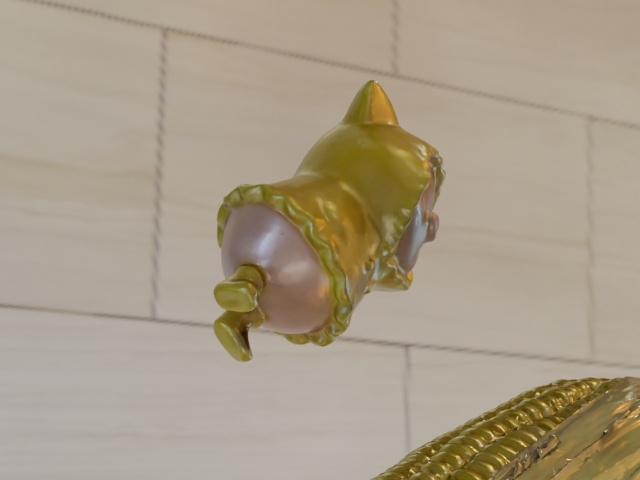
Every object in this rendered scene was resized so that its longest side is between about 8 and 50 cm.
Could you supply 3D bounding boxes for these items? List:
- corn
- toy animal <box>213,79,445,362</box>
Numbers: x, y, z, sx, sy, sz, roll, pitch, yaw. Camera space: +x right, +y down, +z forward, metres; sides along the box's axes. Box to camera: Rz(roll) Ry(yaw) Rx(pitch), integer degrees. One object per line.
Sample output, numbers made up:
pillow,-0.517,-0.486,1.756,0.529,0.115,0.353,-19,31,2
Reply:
corn,0.081,0.149,0.781,0.305,0.123,0.122,-22,114,-47
toy animal,0.001,-0.004,1.288,0.230,0.156,0.156,-43,108,-39
